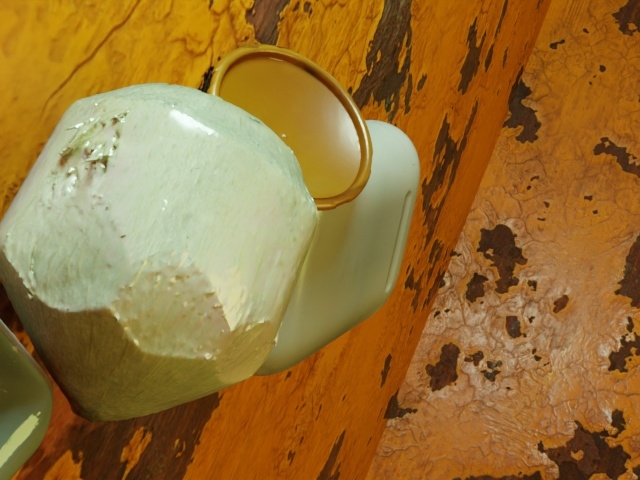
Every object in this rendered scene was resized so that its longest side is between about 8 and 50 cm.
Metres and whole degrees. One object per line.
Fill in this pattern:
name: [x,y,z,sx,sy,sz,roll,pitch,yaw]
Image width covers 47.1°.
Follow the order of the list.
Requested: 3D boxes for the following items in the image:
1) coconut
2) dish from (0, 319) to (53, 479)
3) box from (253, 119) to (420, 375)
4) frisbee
coconut: [-0.118,0.015,0.529,0.224,0.224,0.233,76,36,-60]
dish: [-0.251,0.093,0.408,0.154,0.064,0.234,-51,146,-29]
box: [-0.001,0.000,0.921,0.349,0.141,0.288,-23,128,-55]
frisbee: [-0.031,-0.112,0.744,0.035,0.192,0.192,-39,-170,46]
